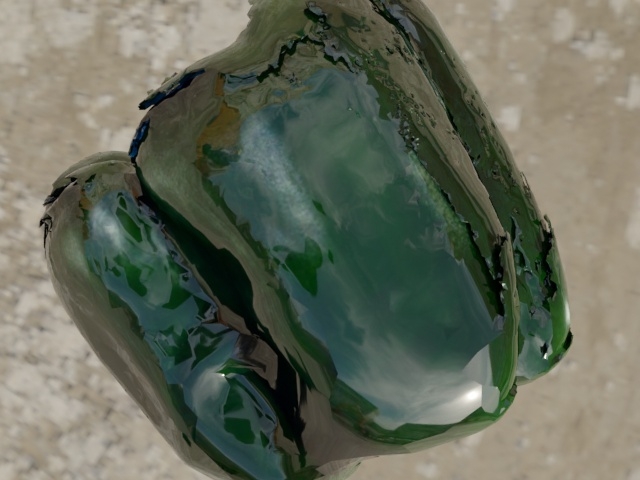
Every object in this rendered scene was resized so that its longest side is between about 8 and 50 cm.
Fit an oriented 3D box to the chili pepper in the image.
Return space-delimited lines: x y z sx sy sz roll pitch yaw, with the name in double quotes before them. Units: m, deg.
"chili pepper" 0.000 0.000 0.998 0.233 0.248 0.257 -35 91 -41
